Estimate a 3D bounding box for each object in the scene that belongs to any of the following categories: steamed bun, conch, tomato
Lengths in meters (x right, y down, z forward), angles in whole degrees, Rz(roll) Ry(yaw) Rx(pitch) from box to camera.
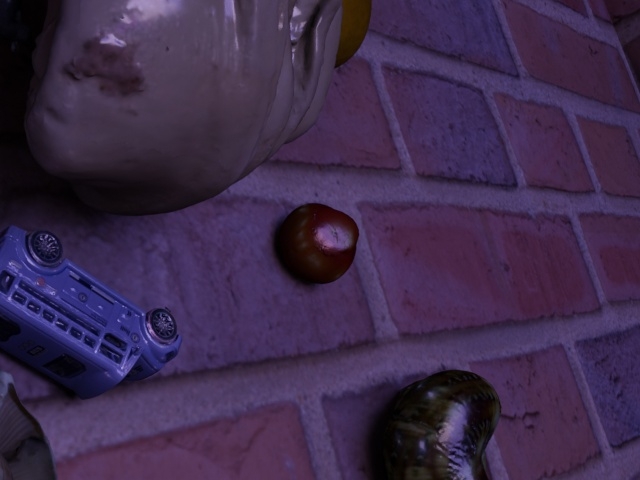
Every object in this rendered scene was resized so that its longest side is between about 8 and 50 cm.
[{"bbox_3d":[-0.087,-0.173,0.706,0.220,0.324,0.309,9,82,-9],"label":"steamed bun"},{"bbox_3d":[-0.231,0.149,0.563,0.234,0.114,0.137,66,20,-76],"label":"conch"},{"bbox_3d":[0.133,0.229,0.957,0.181,0.124,0.187,-75,153,-53],"label":"conch"},{"bbox_3d":[0.000,0.000,0.958,0.087,0.075,0.087,24,54,-38],"label":"tomato"}]

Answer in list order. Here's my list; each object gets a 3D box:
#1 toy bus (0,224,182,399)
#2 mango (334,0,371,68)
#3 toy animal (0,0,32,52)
[{"bbox_3d":[-0.188,0.064,0.684,0.167,0.073,0.076,39,41,-28],"label":"toy bus"},{"bbox_3d":[-0.083,-0.367,0.950,0.301,0.221,0.445,-104,167,-55],"label":"mango"},{"bbox_3d":[-0.253,-0.240,0.727,0.082,0.137,0.269,30,51,-43],"label":"toy animal"}]
